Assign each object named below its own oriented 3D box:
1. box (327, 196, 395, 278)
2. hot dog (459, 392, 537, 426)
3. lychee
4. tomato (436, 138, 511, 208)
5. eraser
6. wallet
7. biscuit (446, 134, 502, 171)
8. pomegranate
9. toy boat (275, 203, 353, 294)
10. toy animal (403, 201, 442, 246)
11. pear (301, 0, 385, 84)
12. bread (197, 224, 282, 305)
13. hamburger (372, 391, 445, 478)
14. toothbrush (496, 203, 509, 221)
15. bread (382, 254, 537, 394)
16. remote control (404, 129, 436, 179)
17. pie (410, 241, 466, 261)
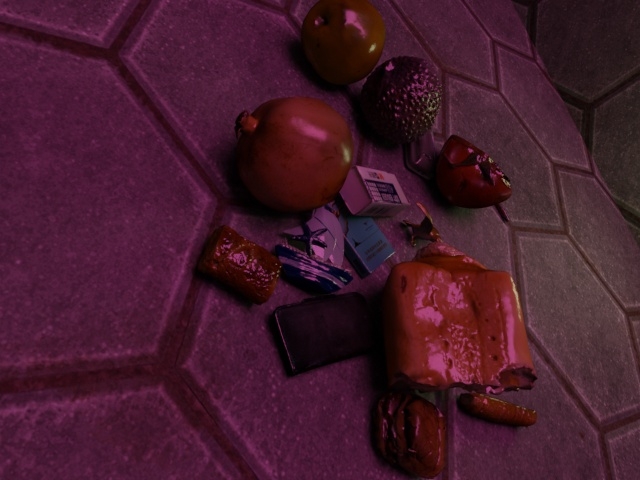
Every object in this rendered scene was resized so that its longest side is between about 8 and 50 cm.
[{"bbox_3d":[0.104,-0.023,1.656,0.229,0.041,0.162,54,40,1],"label":"box"},{"bbox_3d":[0.514,0.490,1.659,0.289,0.083,0.068,24,68,-28],"label":"hot dog"},{"bbox_3d":[0.279,-0.477,1.944,0.300,0.300,0.300,23,50,-30],"label":"lychee"},{"bbox_3d":[0.507,-0.199,2.029,0.309,0.170,0.309,44,-3,3],"label":"tomato"},{"bbox_3d":[0.157,-0.140,1.701,0.287,0.086,0.130,0,60,-60],"label":"eraser"},{"bbox_3d":[0.019,0.219,1.416,0.318,0.045,0.172,-6,70,-45],"label":"wallet"},{"bbox_3d":[0.573,-0.280,2.121,0.257,0.049,0.273,41,0,41],"label":"biscuit"},{"bbox_3d":[-0.076,-0.223,1.450,0.319,0.319,0.319,23,50,-30],"label":"pomegranate"},{"bbox_3d":[-0.025,0.003,1.490,0.210,0.070,0.292,3,64,-32],"label":"toy boat"},{"bbox_3d":[0.328,-0.011,1.816,0.219,0.095,0.155,39,32,-63],"label":"toy animal"},{"bbox_3d":[0.079,-0.656,1.898,0.294,0.294,0.294,23,50,-30],"label":"pear"},{"bbox_3d":[-0.179,0.053,1.306,0.172,0.103,0.132,36,48,-22],"label":"bread"},{"bbox_3d":[0.229,0.459,1.384,0.206,0.130,0.183,31,49,-27],"label":"hamburger"},{"bbox_3d":[0.682,-0.215,2.320,0.031,0.023,0.321,-11,70,-38],"label":"toothbrush"},{"bbox_3d":[0.335,0.220,1.507,0.361,0.250,0.394,0,59,-5],"label":"bread"},{"bbox_3d":[0.368,-0.376,2.114,0.128,0.065,0.335,24,49,-26],"label":"remote control"},{"bbox_3d":[0.359,0.101,1.701,0.205,0.179,0.084,32,40,-13],"label":"pie"}]
